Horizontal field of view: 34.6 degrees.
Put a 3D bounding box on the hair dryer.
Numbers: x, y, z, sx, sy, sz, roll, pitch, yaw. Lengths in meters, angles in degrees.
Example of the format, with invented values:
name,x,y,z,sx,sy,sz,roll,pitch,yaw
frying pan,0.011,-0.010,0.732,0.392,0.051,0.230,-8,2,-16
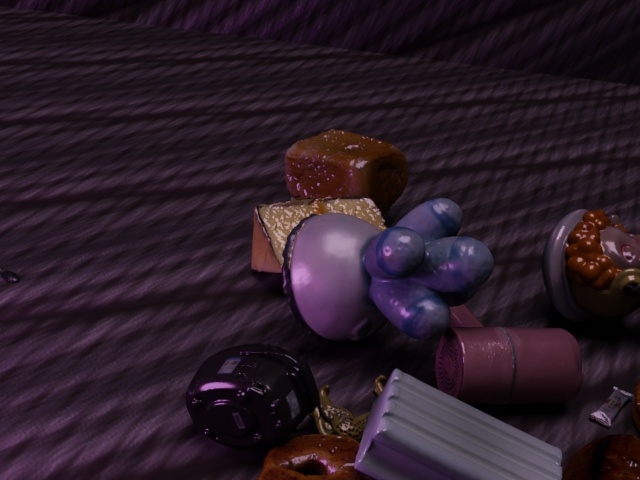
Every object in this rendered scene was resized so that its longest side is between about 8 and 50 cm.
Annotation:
name,x,y,z,sx,sy,sz,roll,pitch,yaw
hair dryer,0.280,0.161,1.756,0.211,0.125,0.352,1,21,-13

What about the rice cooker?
name,x,y,z,sx,sy,sz,roll,pitch,yaw
rice cooker,-0.098,0.225,1.472,0.203,0.142,0.118,-10,21,31

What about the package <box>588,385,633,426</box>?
name,x,y,z,sx,sy,sz,roll,pitch,yaw
package,0.477,0.271,1.680,0.037,0.015,0.110,28,35,26

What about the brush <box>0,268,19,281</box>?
name,x,y,z,sx,sy,sz,roll,pitch,yaw
brush,-0.573,0.056,1.850,0.083,0.008,0.024,24,34,29

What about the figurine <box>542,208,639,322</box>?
name,x,y,z,sx,sy,sz,roll,pitch,yaw
figurine,0.580,0.098,1.860,0.382,0.205,0.225,32,37,25

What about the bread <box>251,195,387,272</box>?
name,x,y,z,sx,sy,sz,roll,pitch,yaw
bread,0.000,0.000,1.974,0.266,0.142,0.178,-3,64,-28

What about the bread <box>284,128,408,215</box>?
name,x,y,z,sx,sy,sz,roll,pitch,yaw
bread,0.049,-0.128,2.188,0.246,0.176,0.196,19,29,38

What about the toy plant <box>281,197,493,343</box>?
name,x,y,z,sx,sy,sz,roll,pitch,yaw
toy plant,0.131,0.046,1.673,0.332,0.247,0.247,-9,14,37

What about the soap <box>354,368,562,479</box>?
name,x,y,z,sx,sy,sz,roll,pitch,yaw
soap,0.192,0.299,1.400,0.266,0.087,0.160,26,26,0

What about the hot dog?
name,x,y,z,sx,sy,sz,roll,pitch,yaw
hot dog,0.406,0.350,1.414,0.161,0.099,0.227,19,28,23

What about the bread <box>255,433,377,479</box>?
name,x,y,z,sx,sy,sz,roll,pitch,yaw
bread,0.002,0.332,1.397,0.193,0.063,0.193,0,25,0

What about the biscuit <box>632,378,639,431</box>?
name,x,y,z,sx,sy,sz,roll,pitch,yaw
biscuit,0.607,0.282,1.634,0.221,0.066,0.220,6,28,-3

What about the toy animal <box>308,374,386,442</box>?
name,x,y,z,sx,sy,sz,roll,pitch,yaw
toy animal,0.060,0.271,1.521,0.182,0.073,0.136,-2,35,-25
